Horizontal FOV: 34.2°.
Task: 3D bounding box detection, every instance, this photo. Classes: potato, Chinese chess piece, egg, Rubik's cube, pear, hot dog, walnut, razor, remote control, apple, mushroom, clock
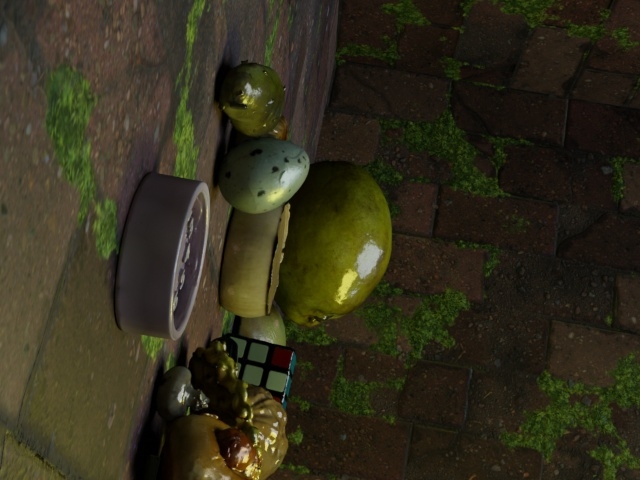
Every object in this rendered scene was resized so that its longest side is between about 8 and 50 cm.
[{"bbox_3d":[-0.113,-0.233,1.702,0.225,0.090,0.117,22,84,-80],"label":"potato"},{"bbox_3d":[-0.133,0.031,2.126,0.257,0.104,0.257,11,90,-87],"label":"Chinese chess piece"},{"bbox_3d":[-0.097,-0.114,1.783,0.131,0.164,0.131,39,-42,46],"label":"egg"},{"bbox_3d":[-0.147,0.304,2.280,0.160,0.163,0.162,88,16,-78],"label":"Rubik's cube"},{"bbox_3d":[0.000,0.000,2.510,0.352,0.352,0.413,96,2,-60],"label":"pear"},{"bbox_3d":[-0.167,0.368,1.587,0.256,0.153,0.150,112,-26,-48],"label":"hot dog"},{"bbox_3d":[-0.156,0.388,2.078,0.245,0.198,0.198,93,7,-60],"label":"walnut"},{"bbox_3d":[-0.261,0.415,1.537,0.037,0.068,0.191,-30,-128,54],"label":"razor"},{"bbox_3d":[-0.199,0.260,1.970,0.222,0.072,0.042,-81,158,-57],"label":"remote control"},{"bbox_3d":[-0.145,0.214,2.512,0.265,0.120,0.193,-80,169,-78],"label":"apple"},{"bbox_3d":[-0.206,0.233,1.560,0.085,0.079,0.085,11,90,-84],"label":"mushroom"},{"bbox_3d":[-0.188,0.019,1.258,0.197,0.068,0.196,10,90,-87],"label":"clock"}]

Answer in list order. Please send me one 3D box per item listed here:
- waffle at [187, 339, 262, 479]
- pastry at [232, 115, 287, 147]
[{"bbox_3d":[-0.159,0.300,1.751,0.238,0.059,0.243,53,-31,32],"label":"waffle"},{"bbox_3d":[-0.115,-0.149,1.930,0.192,0.093,0.182,-73,168,-75],"label":"pastry"}]
